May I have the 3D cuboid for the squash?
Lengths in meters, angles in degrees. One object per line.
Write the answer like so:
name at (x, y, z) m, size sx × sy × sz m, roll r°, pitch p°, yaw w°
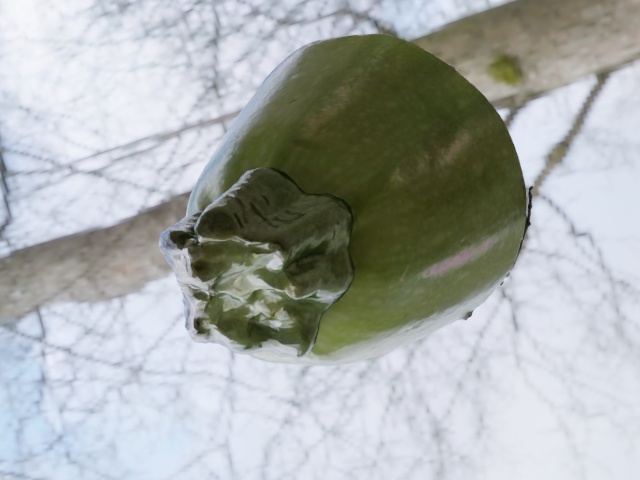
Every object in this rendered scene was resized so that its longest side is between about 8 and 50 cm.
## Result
squash at (-0.007, 0.005, 0.477) m, size 0.132 × 0.105 × 0.105 m, roll -40°, pitch -70°, yaw -57°
